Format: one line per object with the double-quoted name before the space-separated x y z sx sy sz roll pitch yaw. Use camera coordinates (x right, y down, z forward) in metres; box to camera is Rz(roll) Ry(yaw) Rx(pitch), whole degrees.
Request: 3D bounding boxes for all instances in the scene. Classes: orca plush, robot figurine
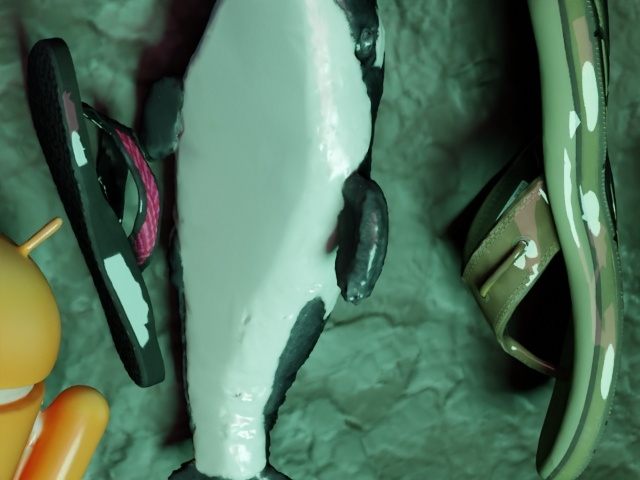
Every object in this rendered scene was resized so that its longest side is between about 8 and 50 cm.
"orca plush" 0.000 0.000 0.603 0.102 0.151 0.287 -19 112 -43
"robot figurine" -0.190 0.077 0.559 0.158 0.128 0.219 27 102 18

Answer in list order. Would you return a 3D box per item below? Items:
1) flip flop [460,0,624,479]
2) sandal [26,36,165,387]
"flip flop" 0.107 -0.011 0.634 0.080 0.112 0.277 -3 113 12
"sandal" -0.095 -0.014 0.593 0.040 0.067 0.179 -23 120 -16
